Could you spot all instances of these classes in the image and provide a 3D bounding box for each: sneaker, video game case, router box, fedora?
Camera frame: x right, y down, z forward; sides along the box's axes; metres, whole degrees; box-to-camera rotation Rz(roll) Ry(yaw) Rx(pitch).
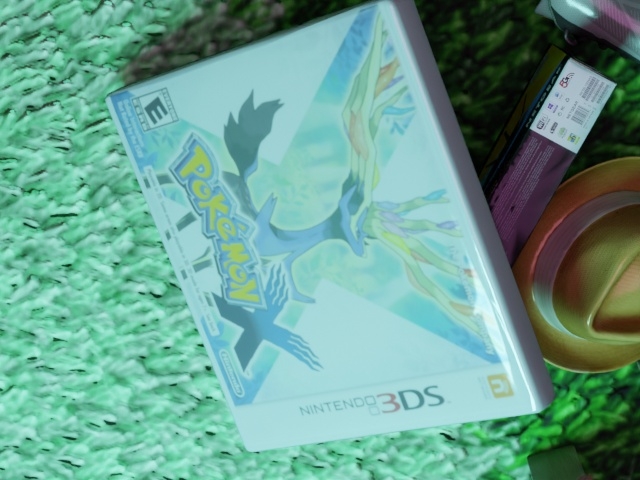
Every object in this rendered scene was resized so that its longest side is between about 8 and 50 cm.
[{"bbox_3d":[0.242,-0.182,1.277,0.108,0.100,0.271,-42,92,20],"label":"sneaker"},{"bbox_3d":[0.000,0.000,1.267,0.300,0.036,0.329,-14,102,38],"label":"video game case"},{"bbox_3d":[0.162,-0.063,1.275,0.046,0.133,0.179,28,100,-4],"label":"router box"},{"bbox_3d":[0.248,0.029,1.296,0.194,0.079,0.194,-5,108,-16],"label":"fedora"}]

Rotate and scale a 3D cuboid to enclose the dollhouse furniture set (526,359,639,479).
[{"bbox_3d":[0.302,0.215,1.311,0.242,0.161,0.212,-16,100,5],"label":"dollhouse furniture set"}]
